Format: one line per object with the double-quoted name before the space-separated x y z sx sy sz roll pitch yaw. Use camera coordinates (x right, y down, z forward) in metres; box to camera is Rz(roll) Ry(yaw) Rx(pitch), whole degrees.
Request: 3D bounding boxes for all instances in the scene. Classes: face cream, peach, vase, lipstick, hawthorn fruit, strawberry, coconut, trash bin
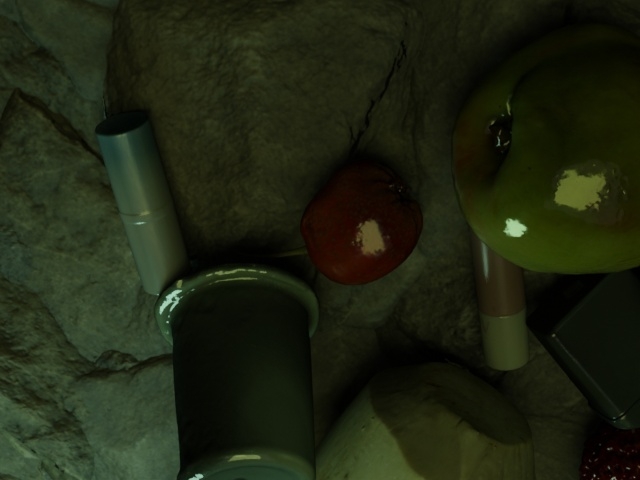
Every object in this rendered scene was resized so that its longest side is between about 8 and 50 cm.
"face cream" -0.239 -0.049 1.596 0.077 0.077 0.250 -9 118 5
"peach" 0.333 -0.100 1.453 0.316 0.281 0.314 27 110 -23
"vase" -0.105 0.215 1.584 0.245 0.291 0.245 -4 143 -3
"lipstick" 0.255 0.062 1.657 0.070 0.070 0.254 -8 118 5
"hawthorn fruit" 0.000 0.000 1.588 0.286 0.165 0.165 -22 116 21
"strawberry" 0.517 0.390 1.732 0.274 0.220 0.274 1 108 4
"coconut" 0.146 0.342 1.689 0.323 0.323 0.322 0 118 0
"trash bin" 0.427 0.151 1.666 0.177 0.101 0.236 -44 108 -1
